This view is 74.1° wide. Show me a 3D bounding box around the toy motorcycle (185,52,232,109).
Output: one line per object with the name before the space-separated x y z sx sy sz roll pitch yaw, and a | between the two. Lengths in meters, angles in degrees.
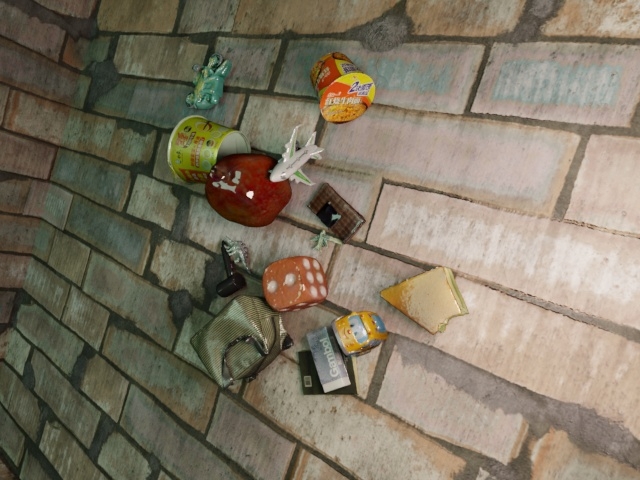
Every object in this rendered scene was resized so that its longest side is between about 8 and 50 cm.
toy motorcycle | -0.521 -0.721 1.970 0.198 0.109 0.296 43 108 27

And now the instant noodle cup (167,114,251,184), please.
instant noodle cup | -0.450 -0.357 1.777 0.222 0.311 0.310 16 92 24

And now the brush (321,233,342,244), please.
brush | 0.042 -0.005 1.547 0.084 0.013 0.016 21 79 11

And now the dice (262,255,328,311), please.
dice | -0.090 0.158 1.531 0.180 0.174 0.174 -19 72 31

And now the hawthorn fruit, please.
hawthorn fruit | -0.282 -0.191 1.626 0.309 0.325 0.307 20 120 38

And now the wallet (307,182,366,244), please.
wallet | 0.055 -0.101 1.553 0.230 0.042 0.124 46 106 27

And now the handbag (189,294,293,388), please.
handbag | -0.286 0.381 1.583 0.341 0.247 0.240 -43 64 14

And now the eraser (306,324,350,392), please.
eraser | 0.025 0.407 1.467 0.092 0.046 0.212 -30 68 26

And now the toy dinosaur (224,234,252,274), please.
toy dinosaur | -0.340 0.055 1.779 0.082 0.039 0.208 -36 74 2

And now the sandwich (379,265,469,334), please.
sandwich | 0.318 0.200 1.301 0.220 0.108 0.185 -26 69 25

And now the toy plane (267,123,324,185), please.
toy plane | -0.097 -0.288 1.548 0.101 0.250 0.255 26 55 39

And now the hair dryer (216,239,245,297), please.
hair dryer | -0.405 0.113 1.807 0.114 0.071 0.247 -33 63 25

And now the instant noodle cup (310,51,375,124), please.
instant noodle cup | 0.066 -0.555 1.522 0.213 0.213 0.174 -39 56 22

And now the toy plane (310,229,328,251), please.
toy plane | 0.001 0.001 1.578 0.080 0.033 0.083 21 88 34

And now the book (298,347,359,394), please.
book | 0.026 0.464 1.503 0.229 0.024 0.160 -13 77 31

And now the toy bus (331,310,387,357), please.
toy bus | 0.132 0.291 1.356 0.136 0.209 0.126 -29 67 15
